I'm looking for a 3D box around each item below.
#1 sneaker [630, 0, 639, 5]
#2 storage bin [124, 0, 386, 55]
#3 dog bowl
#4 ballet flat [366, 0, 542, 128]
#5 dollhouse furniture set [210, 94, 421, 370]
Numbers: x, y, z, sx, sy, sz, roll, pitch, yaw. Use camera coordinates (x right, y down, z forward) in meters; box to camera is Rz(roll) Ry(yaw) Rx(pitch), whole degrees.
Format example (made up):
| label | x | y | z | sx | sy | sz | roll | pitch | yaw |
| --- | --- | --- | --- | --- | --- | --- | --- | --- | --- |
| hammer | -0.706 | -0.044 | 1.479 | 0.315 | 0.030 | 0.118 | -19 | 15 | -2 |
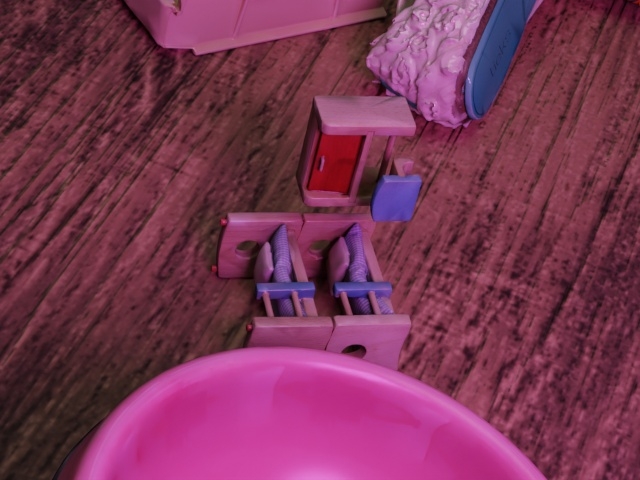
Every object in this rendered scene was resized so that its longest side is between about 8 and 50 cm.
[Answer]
| label | x | y | z | sx | sy | sz | roll | pitch | yaw |
| --- | --- | --- | --- | --- | --- | --- | --- | --- | --- |
| sneaker | 0.352 | -0.271 | 1.783 | 0.321 | 0.124 | 0.180 | 6 | 41 | -9 |
| storage bin | -0.091 | -0.321 | 1.718 | 0.260 | 0.123 | 0.262 | -15 | 49 | -29 |
| dog bowl | -0.005 | 0.236 | 1.067 | 0.408 | 0.150 | 0.408 | 14 | 41 | -13 |
| ballet flat | 0.169 | -0.287 | 1.674 | 0.147 | 0.147 | 0.409 | 27 | 64 | 14 |
| dollhouse furniture set | 0.000 | 0.000 | 1.341 | 0.129 | 0.183 | 0.129 | -1 | 44 | -16 |
